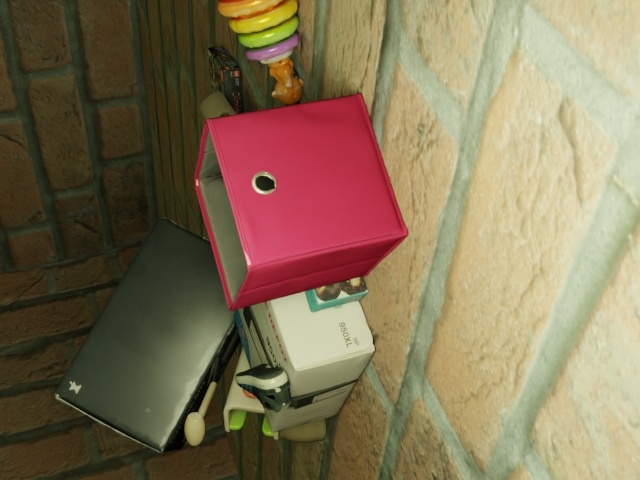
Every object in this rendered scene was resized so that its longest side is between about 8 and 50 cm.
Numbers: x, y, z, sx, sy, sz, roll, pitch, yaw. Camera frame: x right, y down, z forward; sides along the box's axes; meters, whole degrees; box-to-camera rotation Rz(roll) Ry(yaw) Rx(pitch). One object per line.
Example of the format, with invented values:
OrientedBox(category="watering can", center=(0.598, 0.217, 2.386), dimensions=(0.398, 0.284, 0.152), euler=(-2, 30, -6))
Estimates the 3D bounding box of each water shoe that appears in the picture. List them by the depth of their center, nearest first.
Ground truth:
OrientedBox(category="water shoe", center=(-0.109, 0.283, 1.606), dimensions=(0.203, 0.073, 0.080), euler=(165, 86, -72))

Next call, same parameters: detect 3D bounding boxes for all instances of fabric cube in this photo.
OrientedBox(category="fabric cube", center=(-0.045, -0.058, 1.393), dimensions=(0.259, 0.258, 0.254), euler=(124, 132, -68))

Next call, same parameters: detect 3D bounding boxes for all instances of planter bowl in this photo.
OrientedBox(category="planter bowl", center=(-0.065, 0.420, 2.070), dimensions=(0.162, 0.109, 0.162), euler=(168, 90, -73))

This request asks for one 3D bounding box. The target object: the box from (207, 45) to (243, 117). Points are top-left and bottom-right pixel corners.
OrientedBox(category="box", center=(-0.239, -0.358, 2.174), dimensions=(0.159, 0.044, 0.233), euler=(-124, 27, -51))

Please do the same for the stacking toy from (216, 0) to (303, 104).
OrientedBox(category="stacking toy", center=(-0.095, -0.389, 1.556), dimensions=(0.166, 0.175, 0.302), euler=(35, 150, 59))

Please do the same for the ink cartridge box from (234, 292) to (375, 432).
OrientedBox(category="ink cartridge box", center=(-0.047, 0.186, 1.736), dimensions=(0.395, 0.166, 0.285), euler=(109, 144, -59))

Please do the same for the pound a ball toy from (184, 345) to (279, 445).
OrientedBox(category="pound a ball toy", center=(-0.177, 0.323, 1.968), dimensions=(0.319, 0.208, 0.135), euler=(-75, -9, -50))

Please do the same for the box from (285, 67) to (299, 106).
OrientedBox(category="box", center=(-0.061, -0.304, 1.677), dimensions=(0.067, 0.018, 0.083), euler=(-121, 25, -46))

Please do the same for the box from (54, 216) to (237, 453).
OrientedBox(category="box", center=(-0.379, 0.255, 2.144), dimensions=(0.480, 0.297, 0.472), euler=(-62, -4, -13))

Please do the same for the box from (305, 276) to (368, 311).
OrientedBox(category="box", center=(0.000, 0.000, 1.560), dimensions=(0.060, 0.100, 0.244), euler=(125, 130, -67))

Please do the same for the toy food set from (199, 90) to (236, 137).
OrientedBox(category="toy food set", center=(-0.210, -0.187, 2.090), dimensions=(0.219, 0.092, 0.306), euler=(57, 157, 34))
